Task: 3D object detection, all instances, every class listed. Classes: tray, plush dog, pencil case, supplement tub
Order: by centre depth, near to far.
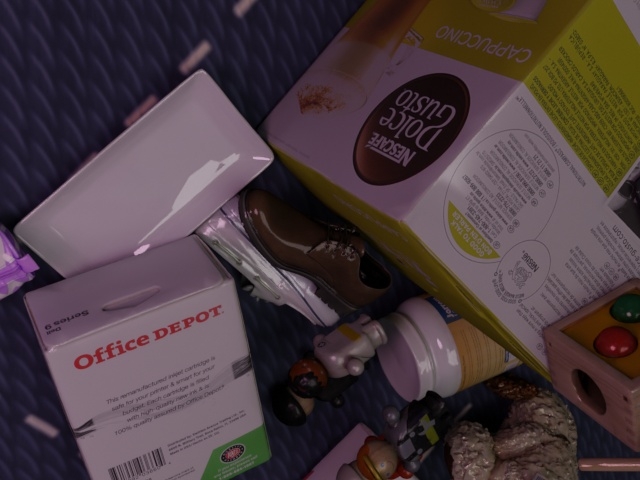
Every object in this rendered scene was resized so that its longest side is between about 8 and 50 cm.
[{"bbox_3d":[-0.396,0.060,0.883,0.206,0.088,0.086,-38,125,-11],"label":"pencil case"},{"bbox_3d":[-0.194,-0.058,0.966,0.270,0.030,0.145,-41,122,-1],"label":"tray"},{"bbox_3d":[0.190,0.132,1.195,0.200,0.144,0.144,-19,117,-21],"label":"supplement tub"},{"bbox_3d":[0.332,0.327,1.325,0.262,0.211,0.225,57,37,-30],"label":"plush dog"}]

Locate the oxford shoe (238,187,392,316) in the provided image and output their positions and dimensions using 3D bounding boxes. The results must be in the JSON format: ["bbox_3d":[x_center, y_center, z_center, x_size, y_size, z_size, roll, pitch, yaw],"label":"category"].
[{"bbox_3d":[0.000,0.000,1.003,0.096,0.082,0.227,-27,133,35],"label":"oxford shoe"}]

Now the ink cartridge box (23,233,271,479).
[{"bbox_3d":[-0.191,0.164,0.995,0.211,0.121,0.289,-21,126,-20],"label":"ink cartridge box"}]

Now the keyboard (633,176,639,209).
[{"bbox_3d":[0.406,-0.070,0.895,0.180,0.023,0.108,-38,123,-9],"label":"keyboard"}]

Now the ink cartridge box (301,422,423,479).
[{"bbox_3d":[0.088,0.451,1.277,0.226,0.131,0.306,-44,126,-6],"label":"ink cartridge box"}]

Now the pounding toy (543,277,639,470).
[{"bbox_3d":[0.311,0.142,0.825,0.181,0.206,0.094,-26,121,-15],"label":"pounding toy"}]

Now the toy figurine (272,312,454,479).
[{"bbox_3d":[0.045,0.219,1.096,0.148,0.213,0.209,-34,166,-18],"label":"toy figurine"}]

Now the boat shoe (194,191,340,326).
[{"bbox_3d":[-0.067,0.037,1.067,0.076,0.083,0.226,-39,111,3],"label":"boat shoe"}]

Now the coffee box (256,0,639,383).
[{"bbox_3d":[0.198,-0.102,0.987,0.334,0.338,0.338,-49,125,-2],"label":"coffee box"}]
